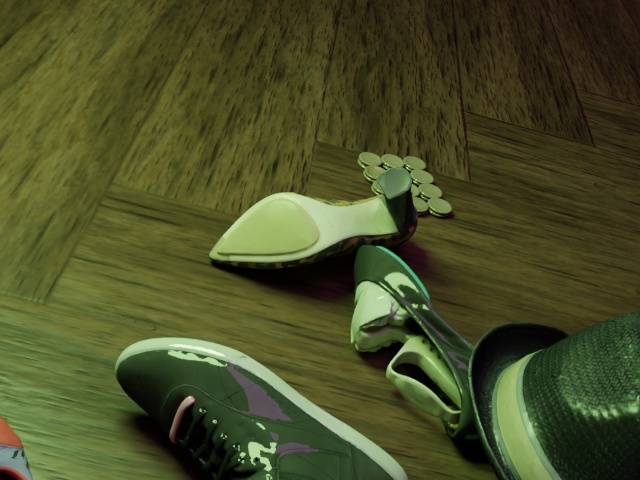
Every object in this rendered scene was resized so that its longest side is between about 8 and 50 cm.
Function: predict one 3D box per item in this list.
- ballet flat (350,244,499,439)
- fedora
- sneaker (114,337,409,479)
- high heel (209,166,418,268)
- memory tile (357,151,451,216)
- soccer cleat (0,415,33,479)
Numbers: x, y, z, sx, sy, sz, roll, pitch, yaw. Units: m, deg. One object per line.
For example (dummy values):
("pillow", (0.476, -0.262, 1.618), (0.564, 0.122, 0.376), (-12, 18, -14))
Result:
("ballet flat", (0.098, 0.106, 0.965), (0.096, 0.095, 0.280), (-20, 48, -29))
("fedora", (0.298, 0.168, 0.843), (0.334, 0.152, 0.334), (28, 32, -20))
("sneaker", (-0.073, 0.192, 0.756), (0.295, 0.105, 0.147), (28, 31, 8))
("high heel", (0.000, 0.000, 1.107), (0.261, 0.186, 0.093), (-20, 71, 1))
("memory tile", (0.122, -0.083, 1.299), (0.113, 0.012, 0.148), (3, 38, -20))
("soccer cleat", (-0.339, 0.202, 0.657), (0.248, 0.083, 0.095), (-18, 53, -43))
